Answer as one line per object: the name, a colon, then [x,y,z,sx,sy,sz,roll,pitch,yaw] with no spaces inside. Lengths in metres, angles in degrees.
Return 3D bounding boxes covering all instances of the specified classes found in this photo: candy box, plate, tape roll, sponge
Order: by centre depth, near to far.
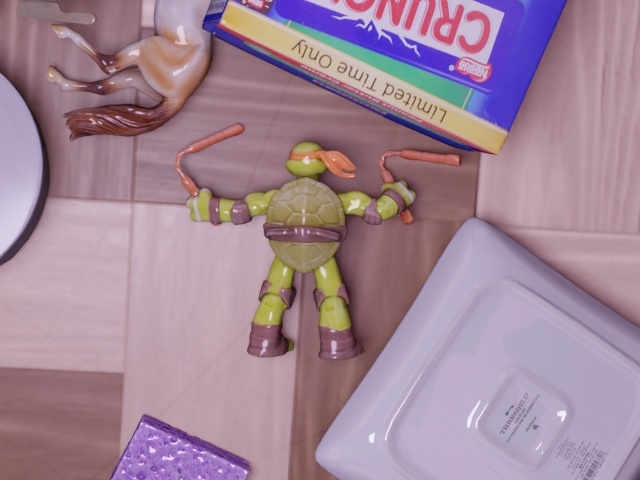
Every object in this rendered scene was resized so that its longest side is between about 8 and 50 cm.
candy box: [0.084,-0.270,0.948,0.268,0.122,0.317,23,94,-14]
tape roll: [-0.356,-0.064,0.985,0.219,0.072,0.219,0,88,-7]
plate: [0.182,0.162,1.016,0.278,0.045,0.277,34,84,-3]
sponge: [-0.168,0.286,1.072,0.117,0.031,0.210,28,93,-7]

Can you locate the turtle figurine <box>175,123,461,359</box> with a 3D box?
turtle figurine: [0.000,0.000,1.027,0.270,0.087,0.217,0,96,-5]

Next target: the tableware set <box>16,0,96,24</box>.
tableware set: [-0.269,-0.262,0.974,0.194,0.039,0.128,9,101,19]

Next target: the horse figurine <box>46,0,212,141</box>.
horse figurine: [-0.151,-0.205,1.006,0.175,0.066,0.263,15,89,-3]
